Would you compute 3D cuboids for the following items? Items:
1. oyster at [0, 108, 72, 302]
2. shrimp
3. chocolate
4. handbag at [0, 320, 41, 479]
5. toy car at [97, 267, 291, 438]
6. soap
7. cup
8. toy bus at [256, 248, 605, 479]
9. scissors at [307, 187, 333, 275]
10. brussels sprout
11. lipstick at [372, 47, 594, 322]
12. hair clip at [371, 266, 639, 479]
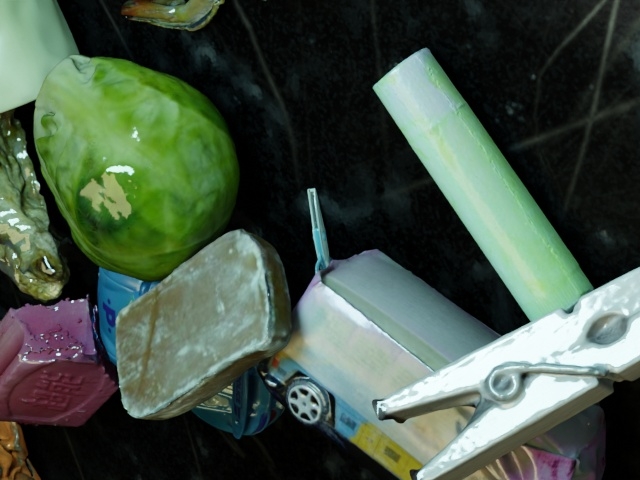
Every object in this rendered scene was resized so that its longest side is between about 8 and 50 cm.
[{"bbox_3d":[-0.426,-0.063,2.119,0.337,0.133,0.198,53,145,9],"label":"oyster"},{"bbox_3d":[-0.196,-0.308,1.826,0.253,0.058,0.173,-7,118,42],"label":"shrimp"},{"bbox_3d":[-0.116,0.101,1.795,0.254,0.080,0.157,-35,50,34],"label":"chocolate"},{"bbox_3d":[-0.580,0.208,2.429,0.303,0.116,0.410,9,121,38],"label":"handbag"},{"bbox_3d":[-0.170,0.116,1.983,0.314,0.166,0.198,25,126,29],"label":"toy car"},{"bbox_3d":[-0.351,0.156,2.142,0.250,0.162,0.099,133,139,-53],"label":"soap"},{"bbox_3d":[-0.395,-0.275,1.972,0.173,0.255,0.202,-20,106,3],"label":"cup"},{"bbox_3d":[0.131,0.173,1.747,0.386,0.171,0.162,36,129,19],"label":"toy bus"},{"bbox_3d":[0.000,0.000,1.851,0.014,0.058,0.119,-7,94,23],"label":"scissors"},{"bbox_3d":[-0.216,-0.092,1.858,0.271,0.210,0.219,45,155,10],"label":"brussels sprout"},{"bbox_3d":[0.165,-0.050,1.648,0.304,0.076,0.076,55,137,0],"label":"lipstick"},{"bbox_3d":[0.216,0.129,1.585,0.331,0.085,0.101,-31,64,17],"label":"hair clip"}]
